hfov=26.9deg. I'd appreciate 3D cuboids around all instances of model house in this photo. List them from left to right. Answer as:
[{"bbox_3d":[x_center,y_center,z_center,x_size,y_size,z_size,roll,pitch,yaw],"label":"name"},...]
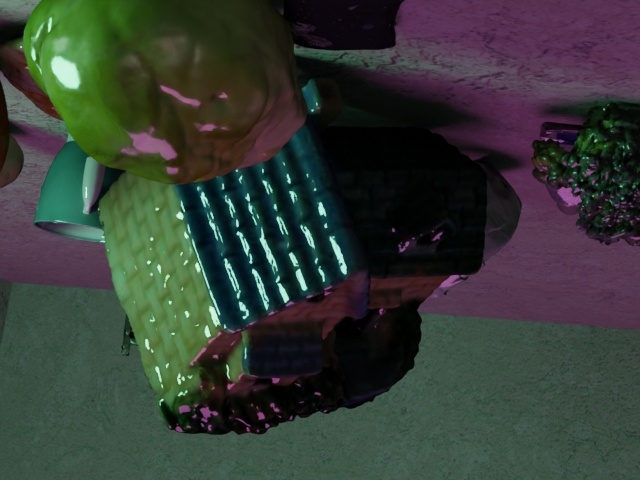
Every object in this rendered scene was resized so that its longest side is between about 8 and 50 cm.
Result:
[{"bbox_3d":[0.000,0.000,1.800,0.445,0.395,0.400,1,146,-36],"label":"model house"}]

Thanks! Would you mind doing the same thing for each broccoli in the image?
[{"bbox_3d":[0.368,-0.075,1.794,0.198,0.177,0.275,6,173,-9],"label":"broccoli"}]

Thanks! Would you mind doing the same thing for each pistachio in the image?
[{"bbox_3d":[-0.590,-0.148,2.267,0.144,0.144,0.215,4,177,22],"label":"pistachio"}]

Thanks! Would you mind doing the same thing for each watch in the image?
[{"bbox_3d":[0.191,-0.010,2.083,0.162,0.253,0.241,45,172,-21],"label":"watch"}]

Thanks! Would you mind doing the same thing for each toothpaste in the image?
[{"bbox_3d":[0.370,-0.105,1.953,0.099,0.068,0.282,-22,158,-2],"label":"toothpaste"}]

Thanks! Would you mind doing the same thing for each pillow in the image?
[{"bbox_3d":[0.021,-0.248,1.439,0.141,0.055,0.208,6,169,-2],"label":"pillow"}]

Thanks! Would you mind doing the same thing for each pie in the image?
[{"bbox_3d":[-0.275,-0.208,1.831,0.339,0.077,0.339,8,169,2],"label":"pie"}]

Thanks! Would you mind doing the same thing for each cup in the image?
[{"bbox_3d":[-0.385,-0.095,2.261,0.167,0.173,0.300,11,169,-11],"label":"cup"}]

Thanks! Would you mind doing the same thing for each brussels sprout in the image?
[{"bbox_3d":[-0.160,-0.177,1.426,0.316,0.242,0.274,23,172,-11],"label":"brussels sprout"}]

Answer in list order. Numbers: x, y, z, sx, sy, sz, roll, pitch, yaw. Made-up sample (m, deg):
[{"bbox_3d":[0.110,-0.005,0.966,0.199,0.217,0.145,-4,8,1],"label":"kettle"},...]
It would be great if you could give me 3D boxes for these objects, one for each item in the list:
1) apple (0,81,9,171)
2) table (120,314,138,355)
[{"bbox_3d":[-0.567,-0.168,1.766,0.319,0.277,0.319,0,176,0],"label":"apple"},{"bbox_3d":[-0.210,0.066,2.478,0.222,0.272,0.335,7,-173,7],"label":"table"}]
